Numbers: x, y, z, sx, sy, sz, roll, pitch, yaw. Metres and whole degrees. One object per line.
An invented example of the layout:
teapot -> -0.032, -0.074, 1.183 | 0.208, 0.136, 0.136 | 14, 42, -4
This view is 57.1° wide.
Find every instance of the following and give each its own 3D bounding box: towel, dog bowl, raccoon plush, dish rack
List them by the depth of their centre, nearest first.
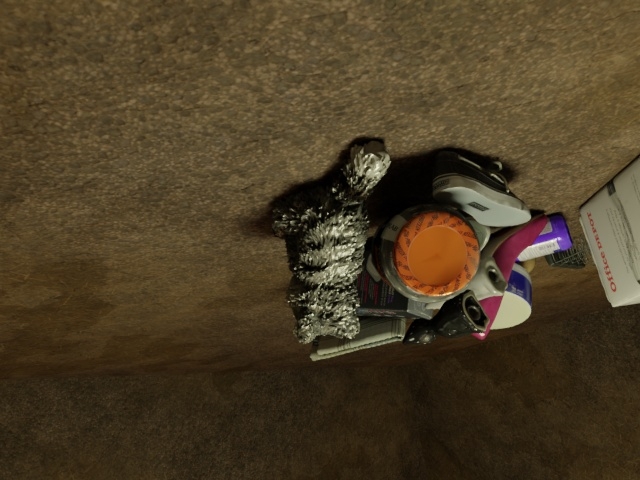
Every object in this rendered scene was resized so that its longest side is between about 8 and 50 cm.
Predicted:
raccoon plush -> 0.021, 0.034, 1.214 | 0.216, 0.299, 0.446 | -5, 159, -10
dog bowl -> 0.487, 0.160, 1.741 | 0.264, 0.104, 0.265 | 8, 147, 5
towel -> 0.112, 0.201, 1.767 | 0.324, 0.312, 0.056 | -21, 126, 29
dish rack -> 0.879, 0.020, 1.886 | 0.208, 0.074, 0.271 | 5, 154, -36

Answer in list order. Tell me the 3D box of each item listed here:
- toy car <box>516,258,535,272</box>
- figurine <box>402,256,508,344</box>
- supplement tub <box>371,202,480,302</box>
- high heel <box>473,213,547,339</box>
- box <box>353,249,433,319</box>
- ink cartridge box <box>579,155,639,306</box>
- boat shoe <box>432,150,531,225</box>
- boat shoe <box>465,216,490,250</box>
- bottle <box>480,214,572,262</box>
toy car -> 0.610, 0.058, 1.835 | 0.155, 0.149, 0.188 | 28, 116, -40
figurine -> 0.298, 0.147, 1.341 | 0.209, 0.092, 0.215 | -33, -171, 47
supplement tub -> 0.223, 0.025, 1.285 | 0.207, 0.207, 0.338 | -9, 179, 1
high heel -> 0.495, 0.088, 1.566 | 0.377, 0.181, 0.127 | -36, 179, -9
box -> 0.163, 0.120, 1.599 | 0.270, 0.165, 0.143 | -1, 164, 39
ink cartridge box -> 0.811, -0.034, 1.388 | 0.166, 0.286, 0.395 | -7, 161, -6
boat shoe -> 0.343, -0.109, 1.252 | 0.306, 0.105, 0.113 | 15, 157, -35
boat shoe -> 0.351, 0.011, 1.596 | 0.103, 0.118, 0.320 | -41, 175, -32
bottle -> 0.569, 0.012, 1.692 | 0.282, 0.092, 0.118 | -19, 153, 26
